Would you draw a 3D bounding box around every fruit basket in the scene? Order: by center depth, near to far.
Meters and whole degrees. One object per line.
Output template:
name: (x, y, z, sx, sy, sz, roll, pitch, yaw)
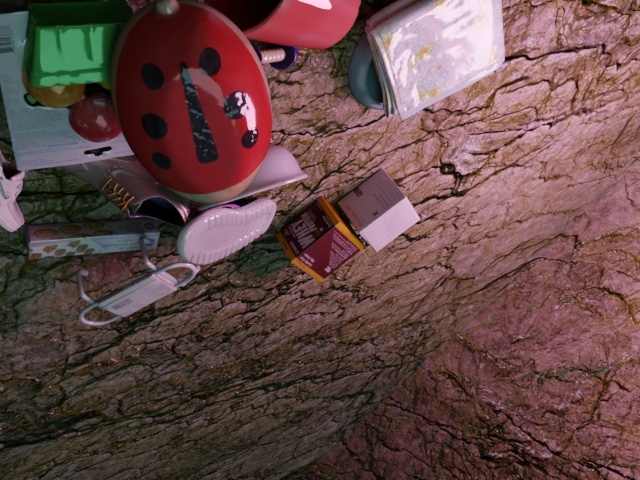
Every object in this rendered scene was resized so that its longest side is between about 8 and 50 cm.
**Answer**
fruit basket: (-0.476, -0.311, 1.314, 0.326, 0.166, 0.353, -13, 144, -24)

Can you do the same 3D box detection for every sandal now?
sandal: (-0.270, -0.039, 1.747, 0.416, 0.102, 0.170, -19, 137, -61)

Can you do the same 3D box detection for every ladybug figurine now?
ladybug figurine: (-0.240, -0.243, 1.241, 0.304, 0.162, 0.450, -18, 134, -4)

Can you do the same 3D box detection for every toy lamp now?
toy lamp: (-0.112, -0.411, 1.417, 0.080, 0.080, 0.275, -51, 179, 23)

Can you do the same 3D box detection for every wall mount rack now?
wall mount rack: (-0.482, 0.119, 1.758, 0.349, 0.131, 0.304, -26, 151, 9)

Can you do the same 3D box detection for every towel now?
towel: (0.304, -0.505, 1.643, 0.374, 0.090, 0.321, -30, 144, -3)

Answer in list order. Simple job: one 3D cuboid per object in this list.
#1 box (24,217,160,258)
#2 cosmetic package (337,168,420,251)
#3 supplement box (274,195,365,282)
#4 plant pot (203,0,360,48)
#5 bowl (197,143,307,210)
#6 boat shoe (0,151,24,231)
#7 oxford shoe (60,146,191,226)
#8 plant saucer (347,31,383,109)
box: (-0.582, -0.008, 1.649, 0.323, 0.067, 0.063, -4, 135, -32)
cosmetic package: (0.186, -0.094, 2.042, 0.183, 0.151, 0.151, -38, 143, 4)
supplement box: (0.000, 0.000, 2.030, 0.194, 0.129, 0.191, -39, 143, 8)
plant pot: (-0.060, -0.519, 1.306, 0.243, 0.275, 0.275, 5, 130, -51)
bowl: (-0.191, -0.180, 1.634, 0.297, 0.134, 0.298, -18, -175, 2)
boat shoe: (-0.693, -0.131, 1.398, 0.096, 0.098, 0.277, -20, 141, -15)
oxford shoe: (-0.459, -0.139, 1.494, 0.363, 0.133, 0.130, 21, 133, -32)
plant saucer: (0.222, -0.478, 1.724, 0.317, 0.044, 0.318, -20, 142, -16)
